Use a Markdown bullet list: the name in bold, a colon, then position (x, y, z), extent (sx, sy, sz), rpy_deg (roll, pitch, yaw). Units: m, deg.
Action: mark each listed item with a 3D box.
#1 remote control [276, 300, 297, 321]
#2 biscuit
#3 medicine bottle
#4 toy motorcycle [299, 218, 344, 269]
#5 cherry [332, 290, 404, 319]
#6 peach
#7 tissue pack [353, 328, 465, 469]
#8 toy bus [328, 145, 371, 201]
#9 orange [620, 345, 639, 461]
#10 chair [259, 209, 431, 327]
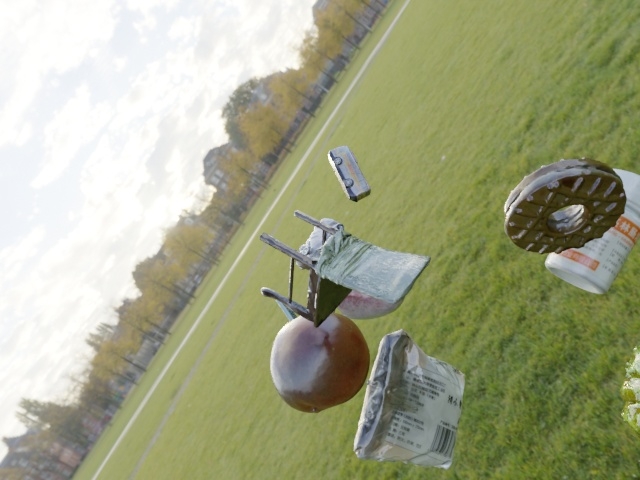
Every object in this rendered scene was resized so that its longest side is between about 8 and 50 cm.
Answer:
- **remote control**: position (-0.094, 0.228, 1.489), extent (0.018, 0.124, 0.053), rpy_deg (-43, -26, 8)
- **biscuit**: position (0.680, -0.088, 1.355), extent (0.332, 0.332, 0.103), rpy_deg (-49, 32, 38)
- **medicine bottle**: position (0.924, -0.028, 1.581), extent (0.372, 0.211, 0.211), rpy_deg (-60, 9, 1)
- **toy motorcycle**: position (0.000, 0.000, 1.889), extent (0.260, 0.110, 0.171), rpy_deg (-41, 34, 31)
- **cherry**: position (0.197, 0.195, 1.983), extent (0.326, 0.334, 0.292), rpy_deg (52, -128, -57)
- **peach**: position (-0.007, 0.303, 1.192), extent (0.252, 0.252, 0.252), rpy_deg (-54, 10, 13)
- **tissue pack**: position (0.290, 0.517, 1.499), extent (0.195, 0.375, 0.390), rpy_deg (-3, 60, 51)
- **toy bus**: position (0.086, -0.199, 1.424), extent (0.072, 0.172, 0.057), rpy_deg (-24, -18, -3)
- **orange**: position (0.787, 0.329, 0.997), extent (0.300, 0.223, 0.301), rpy_deg (-30, 56, 36)
- **chair**: position (0.043, 0.074, 0.974), extent (0.160, 0.319, 0.186), rpy_deg (-40, -36, -44)
